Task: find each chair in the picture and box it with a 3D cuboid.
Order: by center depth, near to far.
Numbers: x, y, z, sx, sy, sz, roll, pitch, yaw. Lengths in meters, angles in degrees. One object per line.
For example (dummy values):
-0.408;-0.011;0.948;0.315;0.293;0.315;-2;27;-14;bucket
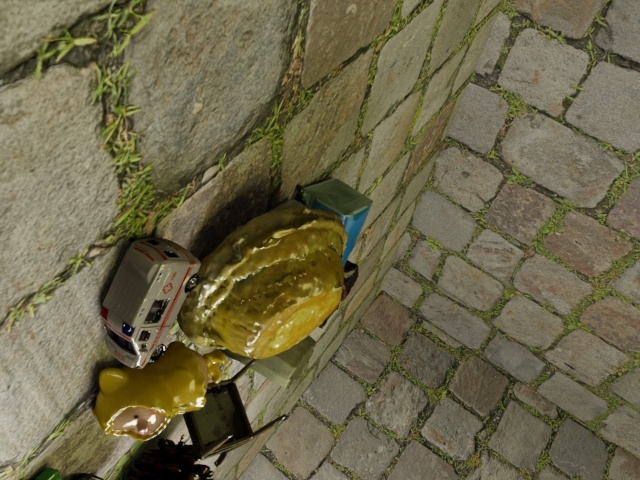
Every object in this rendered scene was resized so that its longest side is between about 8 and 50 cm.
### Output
-0.239;0.412;1.303;0.166;0.188;0.272;-3;147;-43;chair

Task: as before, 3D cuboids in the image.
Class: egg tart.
-0.085;0.103;1.074;0.388;0.169;0.388;-31;152;-18;egg tart

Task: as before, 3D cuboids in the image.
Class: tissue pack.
0.000;0.000;1.363;0.198;0.146;0.263;-28;147;-60;tissue pack

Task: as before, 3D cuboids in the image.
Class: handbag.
-0.005;0.128;1.568;0.215;0.169;0.155;-55;166;-14;handbag

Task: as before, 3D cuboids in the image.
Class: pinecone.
-0.356;0.575;1.318;0.221;0.221;0.221;-52;164;-21;pinecone

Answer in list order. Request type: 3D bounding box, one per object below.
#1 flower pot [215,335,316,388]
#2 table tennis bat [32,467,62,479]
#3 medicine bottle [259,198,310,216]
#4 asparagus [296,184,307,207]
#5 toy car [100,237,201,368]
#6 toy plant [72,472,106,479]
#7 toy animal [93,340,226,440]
-0.123;0.261;1.416;0.212;0.202;0.212;-56;168;-18;flower pot
-0.519;0.456;0.855;0.257;0.039;0.160;-40;158;-43;table tennis bat
-0.091;0.018;1.217;0.132;0.088;0.188;-36;155;-50;medicine bottle
-0.029;-0.064;1.236;0.018;0.127;0.015;-20;-175;-4;asparagus
-0.267;0.099;0.820;0.209;0.089;0.108;-62;164;10;toy car
-0.479;0.635;1.012;0.332;0.247;0.247;-49;164;-14;toy plant
-0.281;0.256;0.977;0.230;0.156;0.156;-12;138;-35;toy animal
